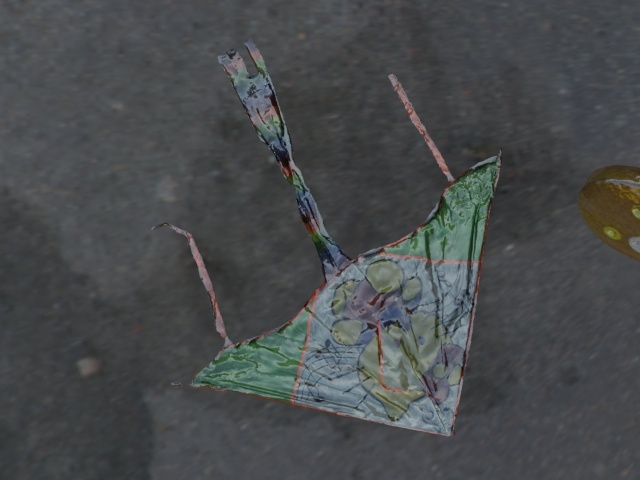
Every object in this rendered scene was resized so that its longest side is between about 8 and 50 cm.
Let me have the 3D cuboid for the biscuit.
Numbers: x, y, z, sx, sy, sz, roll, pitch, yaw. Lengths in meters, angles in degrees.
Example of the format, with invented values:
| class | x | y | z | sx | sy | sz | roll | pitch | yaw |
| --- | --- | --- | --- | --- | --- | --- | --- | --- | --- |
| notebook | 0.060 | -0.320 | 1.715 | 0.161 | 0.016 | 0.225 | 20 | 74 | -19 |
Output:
| class | x | y | z | sx | sy | sz | roll | pitch | yaw |
| --- | --- | --- | --- | --- | --- | --- | --- | --- | --- |
| biscuit | 0.369 | 0.004 | 1.761 | 0.236 | 0.180 | 0.039 | 34 | 64 | -1 |

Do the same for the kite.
| class | x | y | z | sx | sy | sz | roll | pitch | yaw |
| --- | --- | --- | --- | --- | --- | --- | --- | --- | --- |
| kite | 0.000 | 0.000 | 0.848 | 0.198 | 0.006 | 0.244 | -33 | 64 | 4 |
